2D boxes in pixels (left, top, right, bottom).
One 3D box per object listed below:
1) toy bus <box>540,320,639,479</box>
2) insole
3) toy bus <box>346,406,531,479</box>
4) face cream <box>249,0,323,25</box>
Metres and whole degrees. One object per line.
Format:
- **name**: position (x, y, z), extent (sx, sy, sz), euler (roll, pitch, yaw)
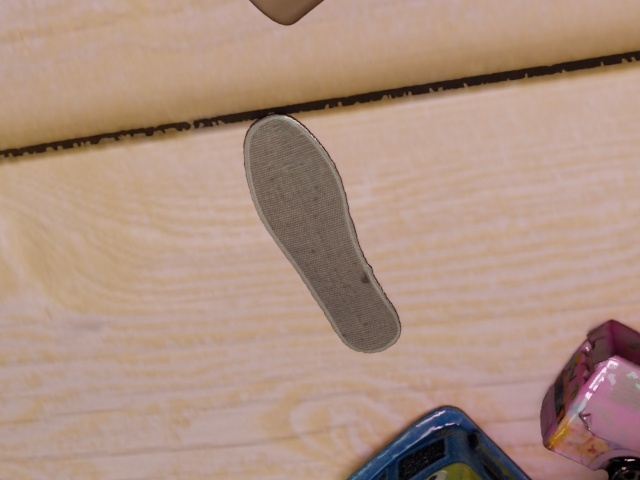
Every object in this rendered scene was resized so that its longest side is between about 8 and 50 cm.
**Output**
- **toy bus**: position (0.316, 0.173, 1.067), extent (0.274, 0.090, 0.112), euler (26, 114, -4)
- **insole**: position (0.000, 0.000, 1.090), extent (0.080, 0.003, 0.232), euler (-17, 115, 22)
- **toy bus**: position (0.161, 0.312, 1.122), extent (0.152, 0.190, 0.312), euler (-42, 105, 14)
- **face cream**: position (0.080, -0.274, 0.872), extent (0.341, 0.084, 0.137), euler (-37, 108, 20)
